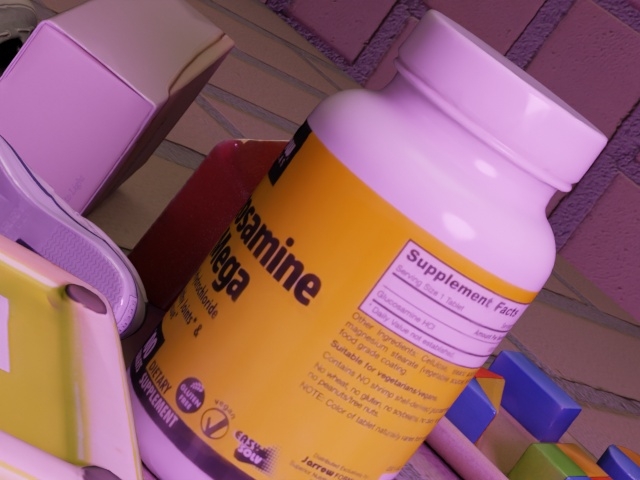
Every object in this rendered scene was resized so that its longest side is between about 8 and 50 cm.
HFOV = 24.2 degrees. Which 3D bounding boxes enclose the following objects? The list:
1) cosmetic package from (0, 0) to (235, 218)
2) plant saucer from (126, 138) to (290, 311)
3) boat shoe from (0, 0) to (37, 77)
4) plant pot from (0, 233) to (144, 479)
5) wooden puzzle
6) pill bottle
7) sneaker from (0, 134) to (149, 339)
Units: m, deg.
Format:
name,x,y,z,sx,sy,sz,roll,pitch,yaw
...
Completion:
name,x,y,z,sx,sy,sz,roll,pitch,yaw
cosmetic package,-0.187,-0.119,1.277,0.113,0.160,0.309,38,19,-5
plant saucer,0.000,0.000,1.166,0.258,0.259,0.048,0,67,-26
boat shoe,-0.332,-0.198,1.497,0.081,0.079,0.227,60,11,-1
plant pot,-0.178,0.089,0.452,0.228,0.207,0.227,31,13,-21
wooden puzzle,0.218,0.203,1.454,0.322,0.080,0.348,43,13,31
pill bottle,0.029,0.025,0.975,0.188,0.334,0.188,34,11,-8
sneaker,-0.226,-0.013,1.051,0.258,0.094,0.091,44,-5,15
